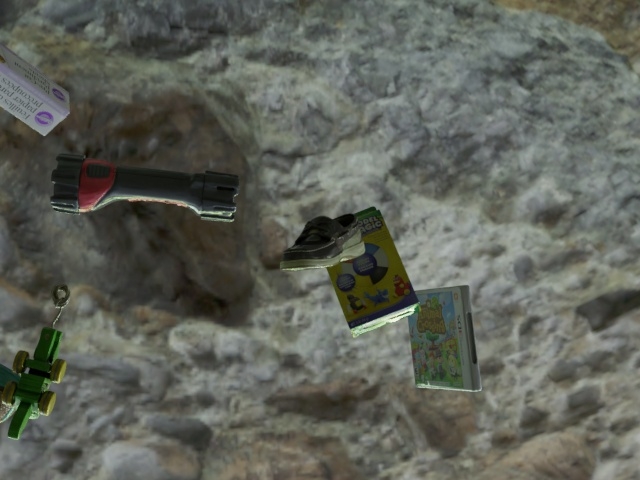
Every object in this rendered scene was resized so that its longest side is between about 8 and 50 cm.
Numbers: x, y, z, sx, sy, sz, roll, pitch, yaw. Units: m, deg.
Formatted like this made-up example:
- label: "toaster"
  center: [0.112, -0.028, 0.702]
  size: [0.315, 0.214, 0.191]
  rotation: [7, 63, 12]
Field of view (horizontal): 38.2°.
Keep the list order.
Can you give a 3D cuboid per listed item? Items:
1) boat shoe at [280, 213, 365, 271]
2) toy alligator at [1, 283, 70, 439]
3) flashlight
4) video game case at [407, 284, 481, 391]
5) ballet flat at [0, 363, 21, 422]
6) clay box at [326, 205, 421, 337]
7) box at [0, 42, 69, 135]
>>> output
- label: "boat shoe"
  center: [0.001, 0.000, 1.362]
  size: [0.080, 0.224, 0.073]
  rotation: [-4, -85, 26]
- label: "toy alligator"
  center: [-0.333, 0.147, 1.106]
  size: [0.056, 0.189, 0.051]
  rotation: [14, -22, -3]
- label: "flashlight"
  center: [-0.294, -0.081, 1.559]
  size: [0.304, 0.103, 0.103]
  rotation: [7, -76, -8]
- label: "video game case"
  center: [0.230, 0.187, 1.761]
  size: [0.023, 0.212, 0.193]
  rotation: [-4, -94, -24]
- label: "ballet flat"
  center: [-0.453, 0.163, 1.162]
  size: [0.073, 0.206, 0.067]
  rotation: [6, -69, -56]
- label: "clay box"
  center: [0.075, 0.043, 1.607]
  size: [0.128, 0.222, 0.053]
  rotation: [-22, -26, 1]
- label: "box"
  center: [-0.518, -0.278, 1.364]
  size: [0.063, 0.067, 0.324]
  rotation: [-38, -52, 18]
